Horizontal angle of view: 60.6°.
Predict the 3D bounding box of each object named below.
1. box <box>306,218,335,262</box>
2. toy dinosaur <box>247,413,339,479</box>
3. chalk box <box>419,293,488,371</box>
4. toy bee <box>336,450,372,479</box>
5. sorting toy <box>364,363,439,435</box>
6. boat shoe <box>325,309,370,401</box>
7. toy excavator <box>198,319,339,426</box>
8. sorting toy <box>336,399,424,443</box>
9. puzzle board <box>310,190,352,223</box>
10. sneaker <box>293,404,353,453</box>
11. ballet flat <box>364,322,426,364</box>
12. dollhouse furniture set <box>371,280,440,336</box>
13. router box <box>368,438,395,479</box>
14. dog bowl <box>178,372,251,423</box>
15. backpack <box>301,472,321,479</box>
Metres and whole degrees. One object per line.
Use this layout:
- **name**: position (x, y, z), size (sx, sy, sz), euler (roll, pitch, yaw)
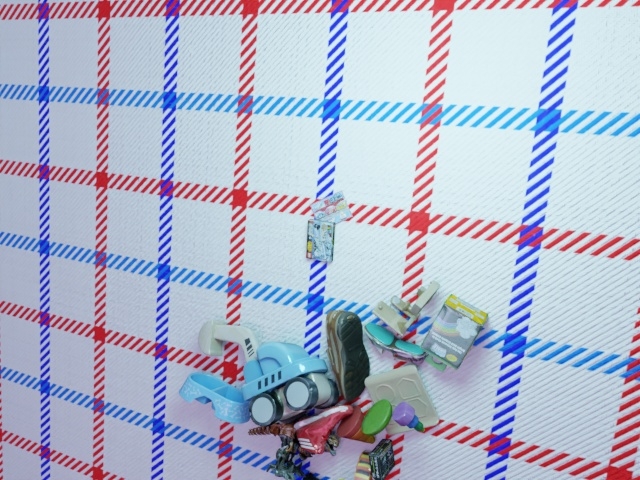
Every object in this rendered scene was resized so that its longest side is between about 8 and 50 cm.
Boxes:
- **box**: position (0.000, 0.000, 1.862), size (0.094, 0.027, 0.137), euler (10, 107, 22)
- **toy dinosaur**: position (-0.097, 0.730, 1.967), size (0.322, 0.164, 0.218), euler (1, 73, 37)
- **chalk box**: position (0.398, 0.296, 1.674), size (0.132, 0.132, 0.213), euler (31, 109, 17)
- **toy bee**: position (0.149, 0.885, 1.849), size (0.195, 0.162, 0.298), euler (-16, 90, 23)
- **sorting toy**: position (0.268, 0.526, 1.809), size (0.193, 0.038, 0.208), euler (-23, 90, 25)
- **boat shoe**: position (0.083, 0.378, 1.845), size (0.120, 0.123, 0.324), euler (14, 114, 50)
- **toy excavator**: position (-0.200, 0.431, 1.935), size (0.433, 0.222, 0.445), euler (-28, 65, 19)
- **sorting toy**: position (0.204, 0.608, 1.778), size (0.126, 0.127, 0.365), euler (42, 141, -12)
- **puzzle board**: position (0.035, -0.100, 1.848), size (0.128, 0.011, 0.096), euler (-24, 87, 26)
- **sneaker**: position (0.026, 0.651, 1.866), size (0.221, 0.087, 0.128), euler (-27, 61, 14)
- **ballet flat**: position (0.236, 0.348, 1.791), size (0.221, 0.077, 0.079), euler (22, 125, 20)
- **dollhouse furniture set**: position (0.265, 0.182, 1.711), size (0.123, 0.144, 0.151), euler (38, 147, 16)
- **router box**: position (0.205, 0.731, 1.822), size (0.038, 0.122, 0.092), euler (-5, 95, 29)
- **dog bowl**: position (-0.388, 0.583, 2.054), size (0.297, 0.166, 0.074), euler (20, 94, 21)
- **backpack**: position (-0.038, 0.909, 1.960), size (0.105, 0.114, 0.084), euler (24, 106, 19)
